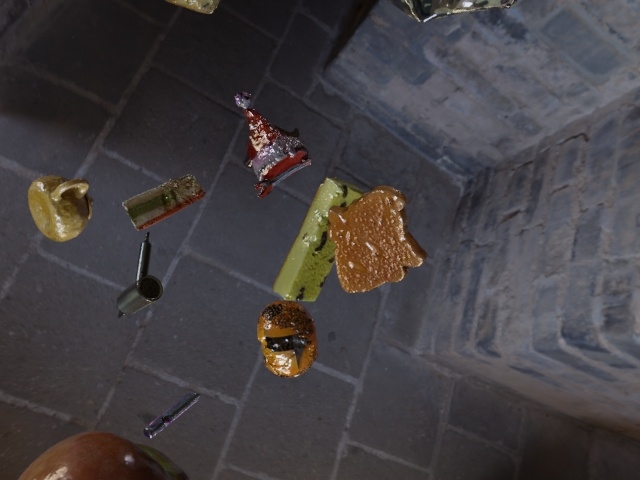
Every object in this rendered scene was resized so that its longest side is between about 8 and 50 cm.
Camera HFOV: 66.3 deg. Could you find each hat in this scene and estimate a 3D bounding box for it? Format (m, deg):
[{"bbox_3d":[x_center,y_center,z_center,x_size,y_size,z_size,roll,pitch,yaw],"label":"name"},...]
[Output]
[{"bbox_3d":[-0.126,-0.219,1.051,0.140,0.129,0.228,-36,78,14],"label":"hat"}]

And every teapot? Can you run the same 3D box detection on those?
[{"bbox_3d":[-0.787,-0.114,1.531,0.167,0.311,0.204,-26,82,-45],"label":"teapot"}]

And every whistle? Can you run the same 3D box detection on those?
[{"bbox_3d":[-0.372,0.436,1.237,0.033,0.033,0.176,58,33,0],"label":"whistle"}]

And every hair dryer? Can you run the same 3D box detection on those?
[{"bbox_3d":[-0.544,0.093,1.475,0.077,0.195,0.249,24,52,-38],"label":"hair dryer"}]

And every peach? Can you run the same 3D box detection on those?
[{"bbox_3d":[-0.292,0.384,0.645,0.252,0.252,0.253,7,73,-23],"label":"peach"}]

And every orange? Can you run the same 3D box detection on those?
[{"bbox_3d":[-0.098,0.293,1.482,0.182,0.234,0.235,-20,84,-5],"label":"orange"}]

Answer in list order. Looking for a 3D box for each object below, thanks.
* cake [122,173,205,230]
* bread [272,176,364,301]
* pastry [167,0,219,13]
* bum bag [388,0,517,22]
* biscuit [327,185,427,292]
[{"bbox_3d":[-0.425,-0.099,1.293,0.220,0.116,0.086,-37,103,-36],"label":"cake"},{"bbox_3d":[0.000,0.000,1.368,0.138,0.077,0.362,14,105,-50],"label":"bread"},{"bbox_3d":[-0.239,-0.442,0.833,0.153,0.081,0.153,24,30,-14],"label":"pastry"},{"bbox_3d":[0.123,-0.266,0.319,0.102,0.248,0.069,16,39,-4],"label":"bum bag"},{"bbox_3d":[0.087,0.009,0.842,0.183,0.280,0.043,35,56,14],"label":"biscuit"}]
